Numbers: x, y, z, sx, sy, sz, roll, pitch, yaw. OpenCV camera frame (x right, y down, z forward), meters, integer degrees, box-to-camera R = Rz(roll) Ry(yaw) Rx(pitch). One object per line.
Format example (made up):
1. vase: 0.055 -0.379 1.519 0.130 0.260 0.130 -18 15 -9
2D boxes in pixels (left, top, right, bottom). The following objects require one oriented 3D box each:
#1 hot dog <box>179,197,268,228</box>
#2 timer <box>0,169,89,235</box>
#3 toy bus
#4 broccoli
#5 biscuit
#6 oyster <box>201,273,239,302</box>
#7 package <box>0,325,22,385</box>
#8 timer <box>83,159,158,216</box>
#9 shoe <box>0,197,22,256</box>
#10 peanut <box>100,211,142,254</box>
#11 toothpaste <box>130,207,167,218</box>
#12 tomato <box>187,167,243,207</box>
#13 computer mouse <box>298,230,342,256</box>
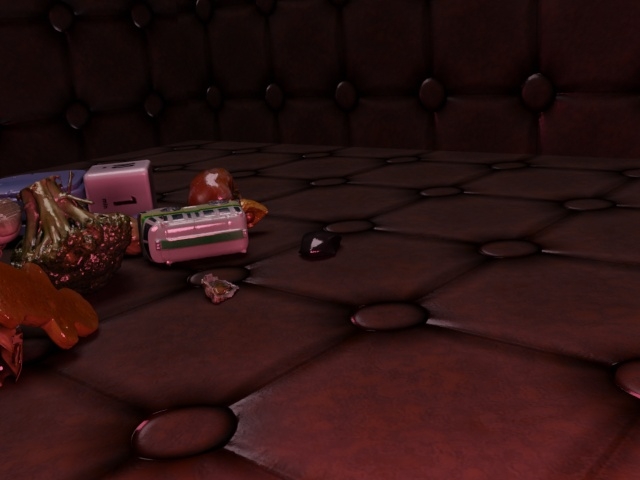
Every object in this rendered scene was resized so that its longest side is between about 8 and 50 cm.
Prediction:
1. hot dog: -0.279 -0.058 2.013 0.261 0.123 0.093 -10 51 6
2. timer: -0.915 -0.104 2.239 0.394 0.174 0.395 -4 17 1
3. toy bus: -0.326 -0.020 1.837 0.275 0.134 0.164 -9 16 -16
4. broccoli: -0.573 -0.011 1.623 0.321 0.284 0.303 -15 14 47
5. biscuit: -0.515 0.118 1.293 0.049 0.197 0.301 -38 -24 7
6. oyster: -0.221 0.109 1.557 0.098 0.037 0.100 33 16 37
7. package: -0.615 0.146 1.284 0.164 0.222 0.311 12 10 -21
8. timer: -0.628 -0.141 2.250 0.194 0.195 0.192 -8 16 -8
9. shoe: -0.873 0.002 1.799 0.350 0.198 0.171 4 19 37
10. peanut: -0.597 -0.008 1.907 0.298 0.136 0.120 -6 -24 -14
11. toothpaste: -0.612 -0.015 2.029 0.371 0.080 0.125 -17 23 -22
12. tomato: -0.347 -0.161 2.335 0.180 0.155 0.214 -8 16 4
13. computer mouse: 0.000 0.000 1.815 0.098 0.057 0.172 -1 12 18
